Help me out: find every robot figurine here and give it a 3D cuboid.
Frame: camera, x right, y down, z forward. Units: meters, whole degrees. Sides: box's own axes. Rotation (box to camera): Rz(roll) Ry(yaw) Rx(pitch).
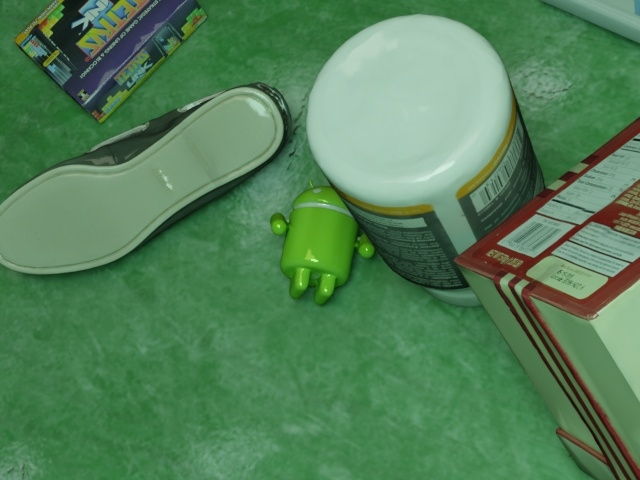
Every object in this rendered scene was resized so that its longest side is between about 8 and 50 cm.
[{"bbox_3d":[0.000,0.000,1.166,0.101,0.067,0.115,14,70,-5],"label":"robot figurine"}]

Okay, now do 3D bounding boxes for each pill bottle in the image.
[{"bbox_3d":[0.102,-0.052,1.033,0.162,0.278,0.162,-7,65,16],"label":"pill bottle"}]

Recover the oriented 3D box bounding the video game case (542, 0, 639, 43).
[{"bbox_3d":[0.417,-0.285,1.153,0.329,0.036,0.300,32,78,30],"label":"video game case"}]

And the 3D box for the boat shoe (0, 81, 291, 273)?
[{"bbox_3d":[-0.177,-0.060,1.254,0.335,0.095,0.112,-25,97,11],"label":"boat shoe"}]

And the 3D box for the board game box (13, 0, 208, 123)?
[{"bbox_3d":[-0.233,-0.234,1.363,0.170,0.048,0.141,-46,60,-5],"label":"board game box"}]

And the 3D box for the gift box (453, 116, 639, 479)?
[{"bbox_3d":[0.264,0.078,0.903,0.276,0.258,0.255,-36,17,-4],"label":"gift box"}]
